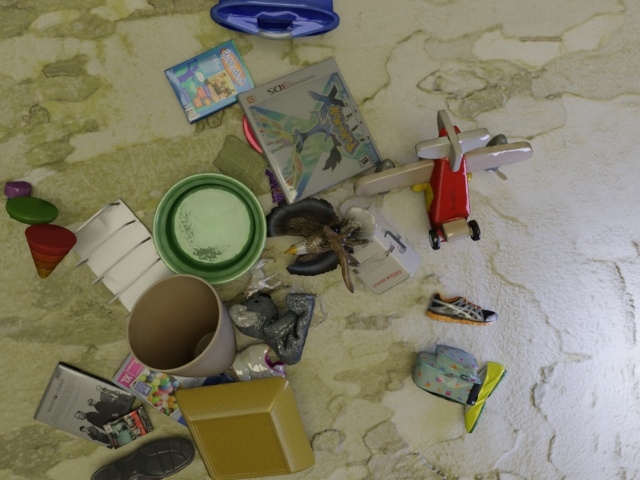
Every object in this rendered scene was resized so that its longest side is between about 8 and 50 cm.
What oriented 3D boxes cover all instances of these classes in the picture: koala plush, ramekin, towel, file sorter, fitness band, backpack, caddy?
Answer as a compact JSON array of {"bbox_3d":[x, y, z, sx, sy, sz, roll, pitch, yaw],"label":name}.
[{"bbox_3d":[-0.143,0.228,1.835,0.221,0.196,0.203,13,82,2],"label":"koala plush"},{"bbox_3d":[-0.301,-0.036,1.819,0.303,0.148,0.303,-1,96,-6],"label":"ramekin"},{"bbox_3d":[-0.222,-0.218,1.850,0.148,0.027,0.110,33,102,8],"label":"towel"},{"bbox_3d":[-0.540,0.055,1.791,0.193,0.173,0.277,-40,99,-1],"label":"file sorter"},{"bbox_3d":[-0.082,-0.306,1.869,0.291,0.054,0.209,35,94,-7],"label":"fitness band"},{"bbox_3d":[0.366,0.386,1.925,0.188,0.166,0.144,10,100,5],"label":"backpack"},{"bbox_3d":[-0.118,-0.618,1.740,0.341,0.241,0.179,2,89,-6],"label":"caddy"}]

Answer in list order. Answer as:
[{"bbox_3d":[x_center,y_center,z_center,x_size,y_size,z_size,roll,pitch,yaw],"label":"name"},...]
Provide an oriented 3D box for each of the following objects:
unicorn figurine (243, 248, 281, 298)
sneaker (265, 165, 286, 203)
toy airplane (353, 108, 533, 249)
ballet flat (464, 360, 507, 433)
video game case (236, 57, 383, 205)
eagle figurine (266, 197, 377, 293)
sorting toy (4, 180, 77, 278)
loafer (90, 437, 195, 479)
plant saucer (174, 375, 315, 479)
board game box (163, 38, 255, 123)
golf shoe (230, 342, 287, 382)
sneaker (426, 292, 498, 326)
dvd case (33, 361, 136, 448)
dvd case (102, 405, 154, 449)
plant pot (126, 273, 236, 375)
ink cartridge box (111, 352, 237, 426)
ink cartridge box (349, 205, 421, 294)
[{"bbox_3d":[-0.172,0.103,1.871,0.111,0.162,0.060,-15,136,-6],"label":"unicorn figurine"},{"bbox_3d":[-0.120,-0.145,1.873,0.071,0.068,0.170,-34,95,10],"label":"sneaker"},{"bbox_3d":[0.334,-0.196,1.812,0.386,0.272,0.384,25,120,-29],"label":"toy airplane"},{"bbox_3d":[0.480,0.469,2.000,0.077,0.077,0.231,30,89,13],"label":"ballet flat"},{"bbox_3d":[-0.025,-0.302,1.806,0.300,0.036,0.329,-26,90,-16],"label":"video game case"},{"bbox_3d":[-0.010,0.000,1.787,0.225,0.298,0.226,17,88,-24],"label":"eagle figurine"},{"bbox_3d":[-0.750,-0.023,1.712,0.127,0.365,0.126,-1,121,-42],"label":"sorting toy"},{"bbox_3d":[-0.506,0.654,1.907,0.302,0.095,0.109,-18,67,-9],"label":"loafer"},{"bbox_3d":[-0.213,0.547,1.831,0.333,0.081,0.332,-10,116,11],"label":"plant saucer"},{"bbox_3d":[-0.303,-0.439,1.831,0.210,0.047,0.160,-25,97,-3],"label":"board game box"},{"bbox_3d":[-0.139,0.434,1.904,0.140,0.115,0.306,-31,99,-6],"label":"golf shoe"},{"bbox_3d":[0.426,0.206,1.957,0.215,0.084,0.083,7,90,-6],"label":"sneaker"},{"bbox_3d":[-0.672,0.473,1.889,0.239,0.029,0.179,25,93,-8],"label":"dvd case"},{"bbox_3d":[-0.551,0.538,1.895,0.119,0.013,0.087,-25,111,-17],"label":"dvd case"},{"bbox_3d":[-0.330,0.258,1.745,0.256,0.274,0.256,-7,63,13],"label":"plant pot"},{"bbox_3d":[-0.415,0.404,1.896,0.311,0.065,0.186,34,92,-10],"label":"ink cartridge box"},{"bbox_3d":[0.152,0.031,1.866,0.218,0.158,0.092,47,45,-7],"label":"ink cartridge box"}]
